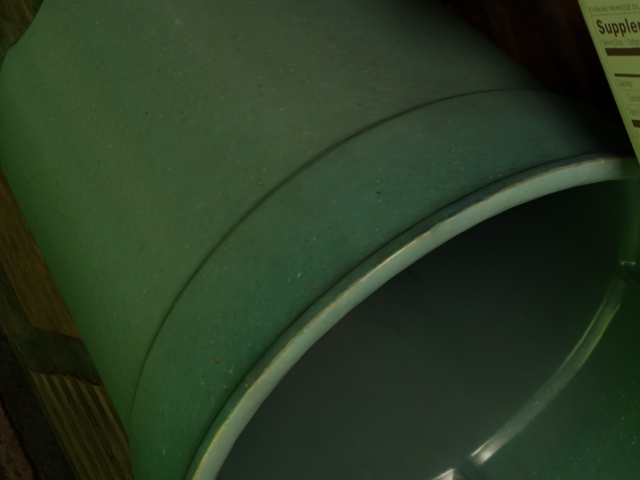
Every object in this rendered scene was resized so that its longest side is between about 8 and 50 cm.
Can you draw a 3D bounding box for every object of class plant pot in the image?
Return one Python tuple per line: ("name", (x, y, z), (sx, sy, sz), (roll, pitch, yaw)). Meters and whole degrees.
("plant pot", (0.000, 0.000, 0.930), (0.334, 0.341, 0.341), (50, 155, 39))

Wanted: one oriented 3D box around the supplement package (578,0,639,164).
("supplement package", (0.223, -0.013, 0.660), (0.244, 0.139, 0.134), (67, 164, -12))
